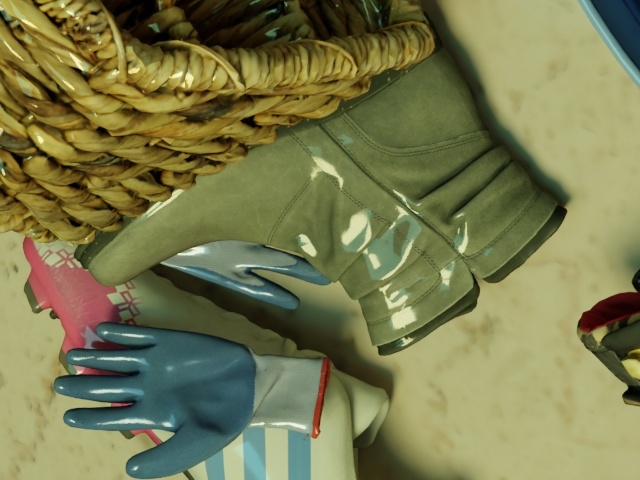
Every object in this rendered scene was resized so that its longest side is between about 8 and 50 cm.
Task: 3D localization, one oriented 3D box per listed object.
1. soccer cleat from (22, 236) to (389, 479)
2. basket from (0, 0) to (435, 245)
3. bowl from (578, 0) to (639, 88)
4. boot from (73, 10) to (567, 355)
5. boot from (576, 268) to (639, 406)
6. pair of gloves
[{"bbox_3d":[-0.047,0.097,0.875,0.143,0.116,0.331,-38,81,0],"label":"soccer cleat"},{"bbox_3d":[-0.117,-0.178,0.652,0.223,0.213,0.299,-28,77,9],"label":"basket"},{"bbox_3d":[0.277,-0.195,0.565,0.391,0.077,0.391,3,100,18],"label":"bowl"},{"bbox_3d":[0.000,0.000,0.776,0.246,0.083,0.161,-31,94,7],"label":"boot"},{"bbox_3d":[0.225,0.148,0.736,0.377,0.138,0.284,-32,96,28],"label":"boot"},{"bbox_3d":[-0.068,0.041,0.821,0.159,0.023,0.198,5,73,2],"label":"pair of gloves"}]
